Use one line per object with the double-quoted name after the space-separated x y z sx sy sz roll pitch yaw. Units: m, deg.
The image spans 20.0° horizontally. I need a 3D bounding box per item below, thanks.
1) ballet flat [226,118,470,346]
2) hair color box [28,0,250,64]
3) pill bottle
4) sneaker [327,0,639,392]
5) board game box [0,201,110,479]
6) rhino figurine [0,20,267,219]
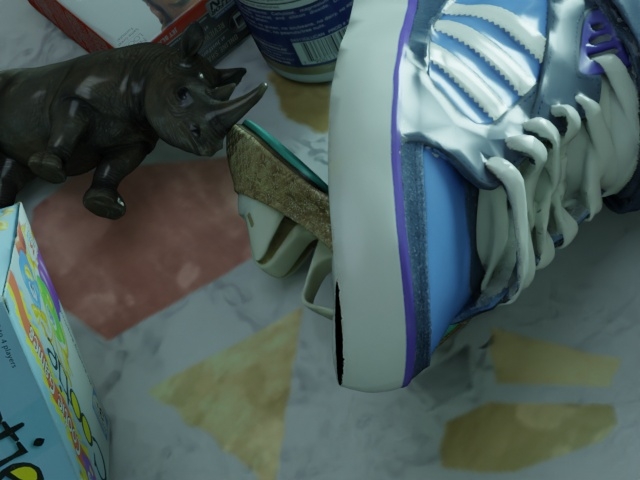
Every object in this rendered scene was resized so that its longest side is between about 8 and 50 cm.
0.000 0.000 0.989 0.206 0.073 0.067 35 86 42 "ballet flat"
-0.124 -0.165 1.180 0.093 0.053 0.167 -41 51 -12 "hair color box"
-0.019 -0.181 1.069 0.094 0.169 0.094 -12 50 14 "pill bottle"
0.129 -0.049 0.890 0.236 0.130 0.323 3 38 5 "sneaker"
-0.259 0.107 0.917 0.275 0.144 0.142 -18 21 1 "board game box"
-0.131 -0.070 1.070 0.243 0.073 0.106 -10 50 34 "rhino figurine"
